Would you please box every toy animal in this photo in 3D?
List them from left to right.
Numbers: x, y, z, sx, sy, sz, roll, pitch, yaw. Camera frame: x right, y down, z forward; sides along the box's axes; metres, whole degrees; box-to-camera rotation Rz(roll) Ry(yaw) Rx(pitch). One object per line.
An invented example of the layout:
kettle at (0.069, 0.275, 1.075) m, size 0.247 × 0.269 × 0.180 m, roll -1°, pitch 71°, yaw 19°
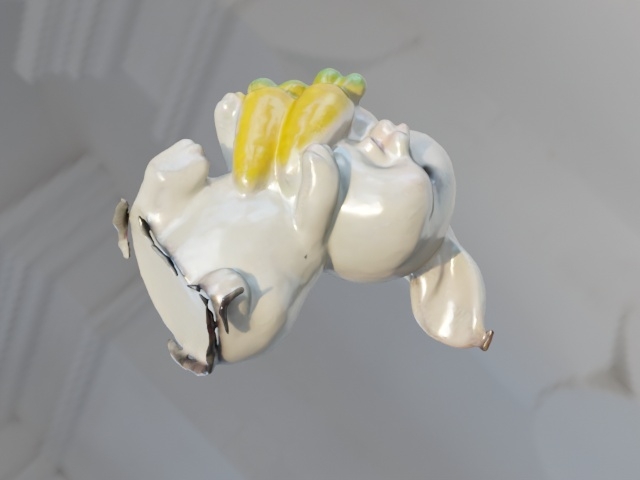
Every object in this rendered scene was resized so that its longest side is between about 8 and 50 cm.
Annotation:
toy animal at (0.001, -0.005, 1.469) m, size 0.310 × 0.183 × 0.247 m, roll -21°, pitch -62°, yaw -26°
